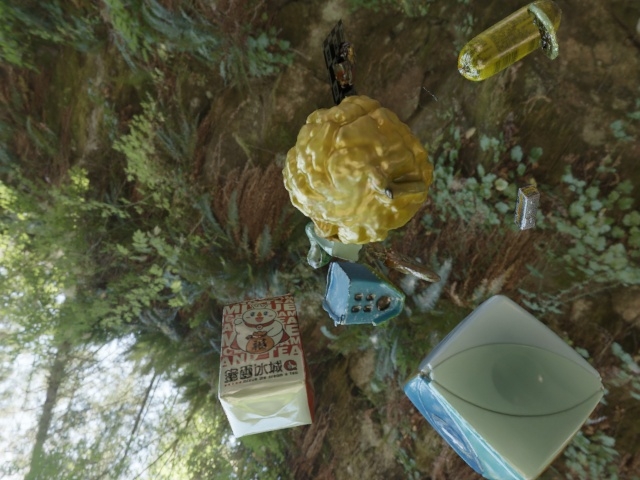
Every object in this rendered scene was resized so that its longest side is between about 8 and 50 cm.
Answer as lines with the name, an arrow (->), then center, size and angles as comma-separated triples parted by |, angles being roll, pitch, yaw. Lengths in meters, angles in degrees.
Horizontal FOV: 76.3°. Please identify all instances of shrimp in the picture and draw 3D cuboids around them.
shrimp -> 0.310, 0.084, 1.561 | 0.317, 0.077, 0.168 | 24, -178, 16

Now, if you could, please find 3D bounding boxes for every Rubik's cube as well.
Rubik's cube -> 0.470, 0.402, 1.120 | 0.351, 0.347, 0.352 | 44, 163, 22

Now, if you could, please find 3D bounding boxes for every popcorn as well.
popcorn -> 0.078, -0.174, 0.942 | 0.348, 0.349, 0.382 | 19, -140, -24

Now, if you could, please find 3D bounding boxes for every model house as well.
model house -> 0.185, 0.210, 1.667 | 0.302, 0.216, 0.237 | 2, -164, -17

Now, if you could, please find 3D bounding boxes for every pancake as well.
pancake -> 0.490, -0.458, 0.891 | 0.130, 0.022, 0.116 | 56, -154, -13

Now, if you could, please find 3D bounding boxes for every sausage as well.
sausage -> 0.544, -0.576, 1.176 | 0.123, 0.346, 0.123 | 59, 179, 2

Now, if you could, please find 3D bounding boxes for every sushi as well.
sushi -> 0.111, -0.617, 1.551 | 0.064, 0.360, 0.343 | -1, -139, 18

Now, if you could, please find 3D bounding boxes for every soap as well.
soap -> 0.052, 0.003, 1.378 | 0.114, 0.064, 0.198 | 14, -169, -20

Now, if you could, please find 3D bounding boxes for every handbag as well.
handbag -> -0.111, 0.229, 0.848 | 0.170, 0.151, 0.298 | -9, -145, -3

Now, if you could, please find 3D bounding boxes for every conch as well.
conch -> 0.002, 0.003, 1.656 | 0.121, 0.188, 0.176 | -3, -155, -2

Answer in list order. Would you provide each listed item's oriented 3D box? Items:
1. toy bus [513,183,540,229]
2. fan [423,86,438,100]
toy bus -> 0.692, -0.109, 1.370 | 0.172, 0.057, 0.072 | 68, -171, -46
fan -> 0.473, -0.614, 1.717 | 0.085, 0.005, 0.133 | 27, -150, -22
